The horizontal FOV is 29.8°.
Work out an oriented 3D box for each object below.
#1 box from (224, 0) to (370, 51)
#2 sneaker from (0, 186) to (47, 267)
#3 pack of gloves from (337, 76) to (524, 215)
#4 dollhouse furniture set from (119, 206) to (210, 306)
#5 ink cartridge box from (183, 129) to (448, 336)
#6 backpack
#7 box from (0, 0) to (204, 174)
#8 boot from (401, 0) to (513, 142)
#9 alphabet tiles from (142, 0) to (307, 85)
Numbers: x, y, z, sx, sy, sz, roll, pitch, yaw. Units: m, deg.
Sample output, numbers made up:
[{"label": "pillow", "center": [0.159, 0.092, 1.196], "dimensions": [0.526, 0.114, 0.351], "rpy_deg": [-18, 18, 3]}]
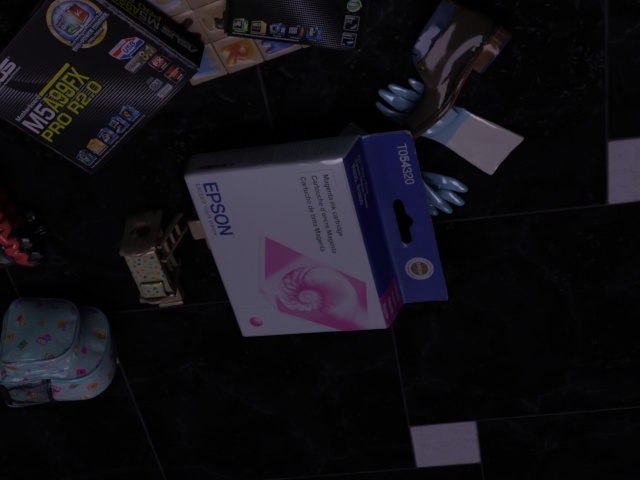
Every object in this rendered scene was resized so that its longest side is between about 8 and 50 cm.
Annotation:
[{"label": "box", "center": [-0.025, -0.343, 1.569], "dimensions": [0.191, 0.045, 0.184], "rpy_deg": [7, 134, -5]}, {"label": "sneaker", "center": [-0.532, -0.053, 1.819], "dimensions": [0.135, 0.097, 0.276], "rpy_deg": [-17, 130, 13]}, {"label": "pack of gloves", "center": [0.151, -0.125, 1.771], "dimensions": [0.232, 0.046, 0.195], "rpy_deg": [26, 128, -20]}, {"label": "dollhouse furniture set", "center": [-0.208, 0.047, 1.895], "dimensions": [0.161, 0.101, 0.182], "rpy_deg": [-9, 131, 9]}, {"label": "ink cartridge box", "center": [0.000, 0.000, 1.783], "dimensions": [0.330, 0.071, 0.324], "rpy_deg": [-5, 127, 16]}, {"label": "backpack", "center": [-0.432, 0.179, 1.977], "dimensions": [0.189, 0.165, 0.144], "rpy_deg": [2, 141, -4]}, {"label": "box", "center": [-0.326, -0.235, 1.669], "dimensions": [0.216, 0.060, 0.270], "rpy_deg": [34, 127, -25]}, {"label": "boot", "center": [0.157, -0.238, 1.659], "dimensions": [0.106, 0.082, 0.219], "rpy_deg": [38, 120, -5]}, {"label": "alphabet tiles", "center": [-0.133, -0.351, 1.602], "dimensions": [0.343, 0.011, 0.285], "rpy_deg": [-17, 129, 16]}]
